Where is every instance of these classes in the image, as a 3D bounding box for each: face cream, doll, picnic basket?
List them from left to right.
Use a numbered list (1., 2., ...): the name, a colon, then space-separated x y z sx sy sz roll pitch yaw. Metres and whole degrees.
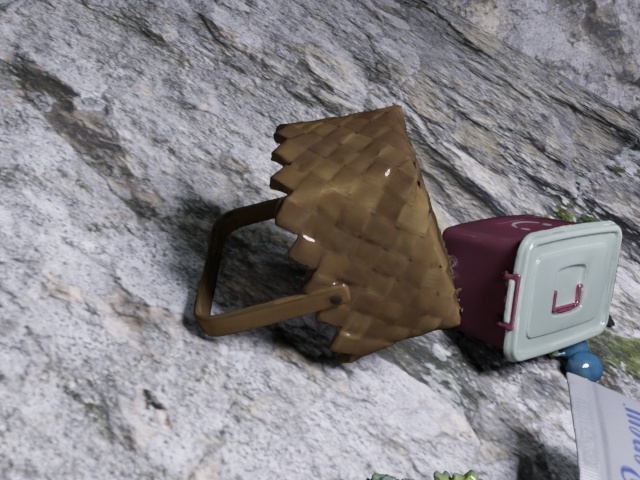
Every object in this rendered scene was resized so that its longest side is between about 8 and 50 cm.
1. picnic basket: 0.000 0.000 1.098 0.321 0.291 0.254 -15 34 11
2. doll: 0.406 0.189 1.350 0.076 0.050 0.083 6 39 -27
3. face cream: 0.481 0.312 1.003 0.420 0.137 0.235 25 30 -1

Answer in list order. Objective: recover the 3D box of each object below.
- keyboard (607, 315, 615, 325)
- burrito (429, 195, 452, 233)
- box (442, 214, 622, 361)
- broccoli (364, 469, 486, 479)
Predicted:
1. keyboard: 0.435 0.113 1.521 0.197 0.015 0.074 13 30 -26
2. burrito: 0.190 -0.030 1.485 0.082 0.059 0.275 22 28 -41
3. box: 0.313 0.058 1.308 0.294 0.193 0.167 -7 16 -44
4. broccoli: 0.133 0.340 0.763 0.245 0.288 0.248 -42 111 -43
